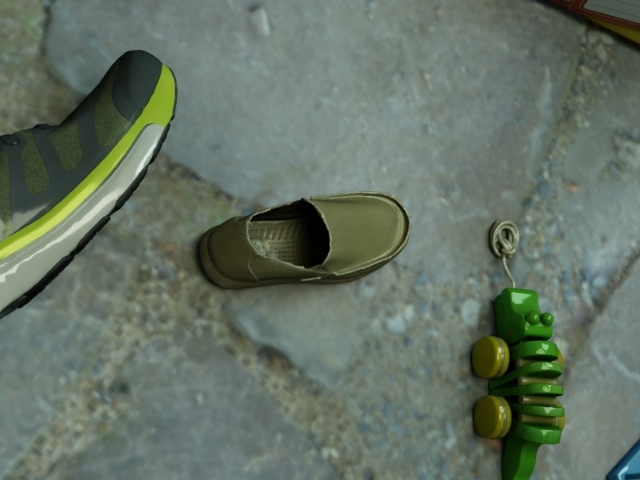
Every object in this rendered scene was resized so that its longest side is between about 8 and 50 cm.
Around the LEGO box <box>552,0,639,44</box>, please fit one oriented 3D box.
[{"bbox_3d":[0.426,-0.301,0.942,0.500,0.193,0.372,20,68,-23],"label":"LEGO box"}]

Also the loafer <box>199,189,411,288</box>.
[{"bbox_3d":[0.000,0.000,0.716,0.148,0.050,0.056,-14,84,-30],"label":"loafer"}]

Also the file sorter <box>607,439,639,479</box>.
[{"bbox_3d":[0.313,0.158,0.817,0.170,0.104,0.118,-37,96,-30],"label":"file sorter"}]

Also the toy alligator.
[{"bbox_3d":[0.138,0.071,0.772,0.056,0.051,0.189,8,74,-27],"label":"toy alligator"}]

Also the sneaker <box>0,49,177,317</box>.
[{"bbox_3d":[-0.189,-0.014,0.587,0.121,0.111,0.300,46,59,-7],"label":"sneaker"}]
